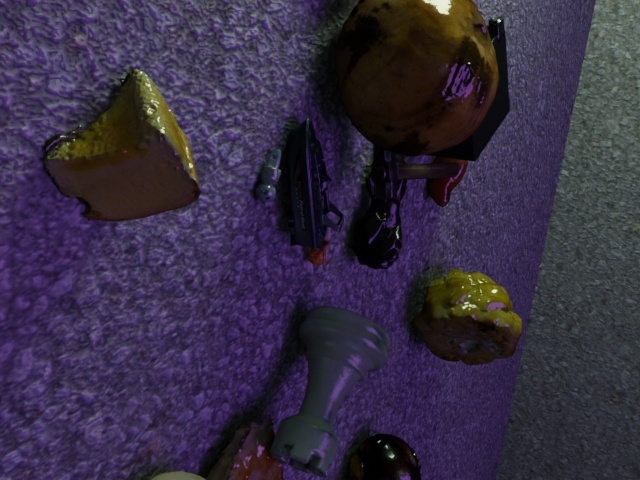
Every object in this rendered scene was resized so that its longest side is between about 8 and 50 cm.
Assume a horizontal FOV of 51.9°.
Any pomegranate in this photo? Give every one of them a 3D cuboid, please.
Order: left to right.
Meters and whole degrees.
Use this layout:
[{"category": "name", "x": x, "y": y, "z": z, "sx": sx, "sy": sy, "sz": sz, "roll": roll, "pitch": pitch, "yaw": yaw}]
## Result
[{"category": "pomegranate", "x": 0.176, "y": -0.314, "z": 1.200, "sx": 0.322, "sy": 0.322, "sz": 0.321, "roll": -33, "pitch": 131, "yaw": -48}]

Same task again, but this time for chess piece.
[{"category": "chess piece", "x": 0.009, "y": 0.300, "z": 1.299, "sx": 0.299, "sy": 0.195, "sz": 0.194, "roll": -67, "pitch": 150, "yaw": -27}]

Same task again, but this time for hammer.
[{"category": "hammer", "x": 0.217, "y": -0.153, "z": 1.427, "sx": 0.365, "sy": 0.044, "sz": 0.111, "roll": -10, "pitch": 98, "yaw": -55}]

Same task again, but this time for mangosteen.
[{"category": "mangosteen", "x": 0.169, "y": 0.622, "z": 1.765, "sx": 0.210, "sy": 0.210, "sz": 0.209, "roll": -33, "pitch": 131, "yaw": -48}]

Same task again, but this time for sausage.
[{"category": "sausage", "x": 0.336, "y": -0.176, "z": 1.743, "sx": 0.089, "sy": 0.089, "sz": 0.179, "roll": 19, "pitch": 91, "yaw": -60}]

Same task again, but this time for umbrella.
[{"category": "umbrella", "x": 0.148, "y": -0.104, "z": 1.444, "sx": 0.118, "sy": 0.118, "sz": 0.339, "roll": 0, "pitch": 104, "yaw": -58}]

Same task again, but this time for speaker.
[{"category": "speaker", "x": 0.303, "y": -0.350, "z": 1.498, "sx": 0.232, "sy": 0.184, "sz": 0.253, "roll": -51, "pitch": 139, "yaw": -34}]

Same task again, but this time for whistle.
[{"category": "whistle", "x": -0.087, "y": -0.108, "z": 1.128, "sx": 0.035, "sy": 0.035, "sz": 0.100, "roll": 13, "pitch": 92, "yaw": -59}]

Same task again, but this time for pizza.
[{"category": "pizza", "x": -0.193, "y": 0.591, "z": 1.255, "sx": 0.392, "sy": 0.080, "sz": 0.434, "roll": -45, "pitch": 138, "yaw": -42}]

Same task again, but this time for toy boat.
[{"category": "toy boat", "x": -0.014, "y": -0.102, "z": 1.190, "sx": 0.093, "sy": 0.103, "sz": 0.245, "roll": -66, "pitch": 154, "yaw": -64}]

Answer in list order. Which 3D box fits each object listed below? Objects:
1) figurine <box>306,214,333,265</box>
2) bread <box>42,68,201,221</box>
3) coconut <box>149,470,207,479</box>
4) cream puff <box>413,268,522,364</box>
[{"category": "figurine", "x": 0.000, "y": 0.000, "z": 1.303, "sx": 0.047, "sy": 0.064, "sz": 0.109, "roll": -7, "pitch": 127, "yaw": -32}, {"category": "bread", "x": -0.255, "y": -0.113, "z": 0.837, "sx": 0.160, "sy": 0.169, "sz": 0.140, "roll": -25, "pitch": 139, "yaw": 1}, {"category": "coconut", "x": -0.232, "y": 0.475, "z": 1.051, "sx": 0.171, "sy": 0.171, "sz": 0.182, "roll": -9, "pitch": 108, "yaw": -57}, {"category": "cream puff", "x": 0.428, "y": 0.196, "z": 1.902, "sx": 0.324, "sy": 0.291, "sz": 0.257, "roll": 47, "pitch": 40, "yaw": -35}]
